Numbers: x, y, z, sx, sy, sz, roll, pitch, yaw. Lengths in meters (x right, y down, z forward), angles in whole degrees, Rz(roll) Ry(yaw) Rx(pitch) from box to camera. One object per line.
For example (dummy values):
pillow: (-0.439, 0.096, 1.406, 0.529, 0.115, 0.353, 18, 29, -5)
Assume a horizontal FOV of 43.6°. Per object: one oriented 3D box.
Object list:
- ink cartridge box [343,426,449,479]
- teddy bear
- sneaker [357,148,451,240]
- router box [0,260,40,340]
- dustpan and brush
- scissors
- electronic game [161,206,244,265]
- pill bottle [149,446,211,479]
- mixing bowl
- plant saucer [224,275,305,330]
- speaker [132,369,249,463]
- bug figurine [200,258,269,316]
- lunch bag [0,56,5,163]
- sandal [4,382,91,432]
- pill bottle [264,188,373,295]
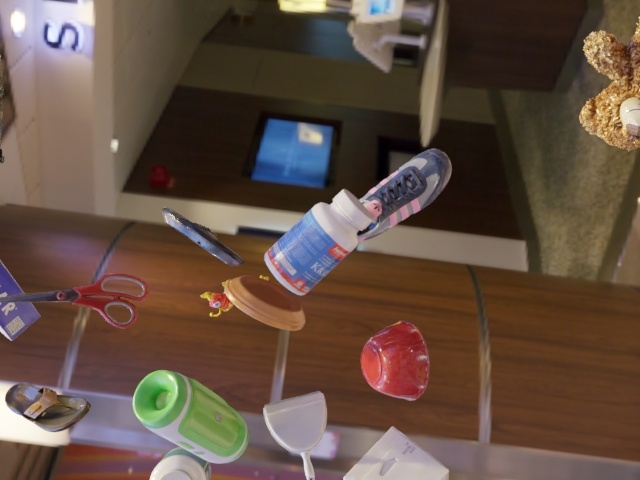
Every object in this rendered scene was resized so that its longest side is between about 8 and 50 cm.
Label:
ink cartridge box: (0.172, 0.573, 1.788, 0.171, 0.168, 0.233, -41, -35, -26)
teddy bear: (0.538, -0.287, 1.236, 0.338, 0.245, 0.113, -53, 27, 23)
sneaker: (0.167, -0.091, 1.856, 0.319, 0.112, 0.131, -43, -11, 35)
router box: (-0.772, 0.022, 1.685, 0.082, 0.301, 0.335, -45, -38, -25)
dustpan and brush: (-0.042, 0.470, 1.874, 0.060, 0.147, 0.211, 122, 134, -81)
scissors: (-0.496, 0.102, 1.597, 0.021, 0.297, 0.109, 124, 157, -76)
electronic game: (-0.277, -0.010, 1.893, 0.048, 0.229, 0.229, -56, -4, -7)
pill bottle: (-0.366, 0.626, 2.091, 0.264, 0.146, 0.146, 116, 161, -82)
mixing bowl: (0.154, 0.275, 1.807, 0.181, 0.098, 0.181, 8, 99, 63)
plant saucer: (-0.119, 0.134, 1.804, 0.037, 0.200, 0.200, -63, 4, 13)
speaker: (-0.265, 0.376, 1.685, 0.296, 0.131, 0.131, 51, -140, -51)
bug figurine: (-0.141, 0.105, 1.956, 0.072, 0.279, 0.216, 64, -162, 15)
lunch bag: (-0.849, -0.290, 1.743, 0.212, 0.305, 0.256, -103, 18, -66)
sandal: (-0.571, 0.330, 1.646, 0.090, 0.219, 0.060, -54, -37, -34)
pill bottle: (0.000, 0.000, 1.665, 0.221, 0.124, 0.124, -44, 10, 13)
